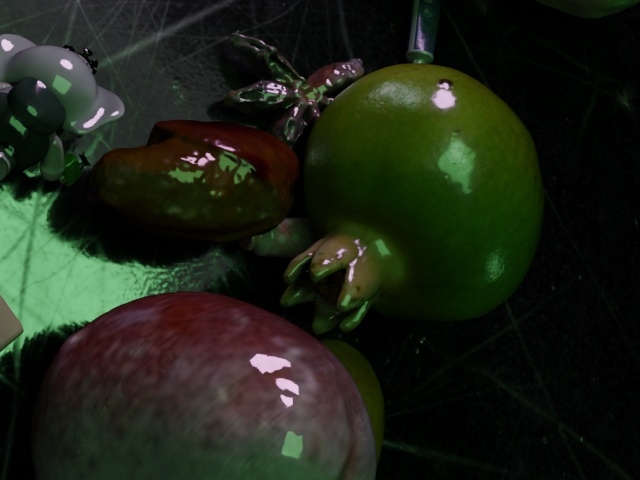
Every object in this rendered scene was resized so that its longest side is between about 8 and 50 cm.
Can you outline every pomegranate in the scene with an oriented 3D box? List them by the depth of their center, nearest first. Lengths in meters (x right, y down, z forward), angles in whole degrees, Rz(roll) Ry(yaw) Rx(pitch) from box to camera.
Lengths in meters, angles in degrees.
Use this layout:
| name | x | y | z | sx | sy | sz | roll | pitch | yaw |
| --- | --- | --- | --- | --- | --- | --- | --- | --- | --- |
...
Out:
| name | x | y | z | sx | sy | sz | roll | pitch | yaw |
| --- | --- | --- | --- | --- | --- | --- | --- | --- | --- |
| pomegranate | 0.118 | -0.028 | 1.163 | 0.358 | 0.216 | 0.309 | -46 | 124 | -38 |

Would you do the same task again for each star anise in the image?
| name | x | y | z | sx | sy | sz | roll | pitch | yaw |
| --- | --- | --- | --- | --- | --- | --- | --- | --- | --- |
| star anise | -0.015 | -0.152 | 1.232 | 0.208 | 0.063 | 0.171 | 6 | 78 | -32 |

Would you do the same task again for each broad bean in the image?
| name | x | y | z | sx | sy | sz | roll | pitch | yaw |
| --- | --- | --- | --- | --- | --- | --- | --- | --- | --- |
| broad bean | -0.125 | -0.067 | 1.092 | 0.228 | 0.156 | 0.122 | 4 | 110 | -32 |

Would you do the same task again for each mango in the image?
| name | x | y | z | sx | sy | sz | roll | pitch | yaw |
| --- | --- | --- | --- | --- | --- | --- | --- | --- | --- |
| mango | 0.010 | 0.223 | 1.154 | 0.136 | 0.099 | 0.227 | 0 | 89 | -39 |

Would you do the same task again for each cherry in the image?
| name | x | y | z | sx | sy | sz | roll | pitch | yaw |
| --- | --- | --- | --- | --- | --- | --- | --- | --- | --- |
| cherry | -0.102 | 0.213 | 0.960 | 0.291 | 0.335 | 0.326 | -24 | 117 | -49 |

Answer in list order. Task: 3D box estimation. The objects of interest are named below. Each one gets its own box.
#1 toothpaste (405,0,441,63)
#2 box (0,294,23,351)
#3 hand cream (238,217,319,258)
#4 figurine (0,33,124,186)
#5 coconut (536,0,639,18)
| name | x | y | z | sx | sy | sz | roll | pitch | yaw |
| --- | --- | --- | --- | --- | --- | --- | --- | --- | --- |
| toothpaste | 0.138 | -0.302 | 1.379 | 0.057 | 0.035 | 0.197 | 24 | 65 | -36 |
| box | -0.331 | 0.081 | 0.951 | 0.089 | 0.122 | 0.062 | 57 | 46 | -10 |
| hand cream | 0.000 | 0.000 | 1.226 | 0.210 | 0.043 | 0.067 | 1 | 77 | -37 |
| figurine | -0.279 | -0.131 | 1.028 | 0.147 | 0.126 | 0.192 | 40 | 45 | -9 |
| coconut | 0.360 | -0.422 | 1.448 | 0.236 | 0.204 | 0.236 | 0 | 88 | -4 |
